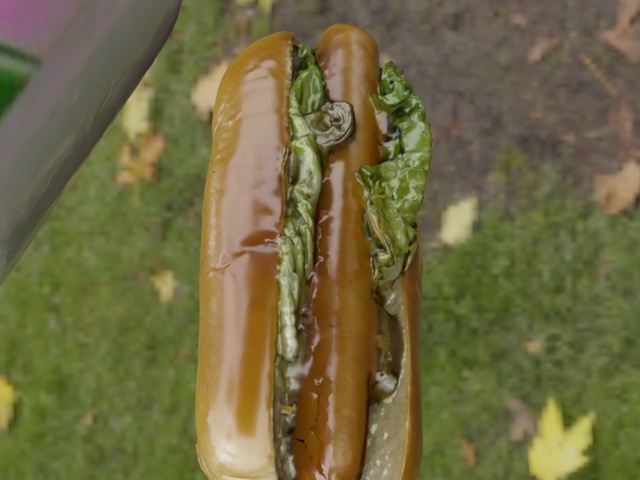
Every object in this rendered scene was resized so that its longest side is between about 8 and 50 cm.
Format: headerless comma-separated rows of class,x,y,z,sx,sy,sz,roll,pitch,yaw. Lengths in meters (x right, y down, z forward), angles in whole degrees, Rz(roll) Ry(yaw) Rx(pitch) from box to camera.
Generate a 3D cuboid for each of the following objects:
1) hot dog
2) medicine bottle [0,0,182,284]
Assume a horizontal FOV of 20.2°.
hot dog,0.000,0.000,1.016,0.100,0.135,0.337,130,150,-48
medicine bottle,-0.169,-0.119,0.778,0.212,0.212,0.325,-27,28,55
